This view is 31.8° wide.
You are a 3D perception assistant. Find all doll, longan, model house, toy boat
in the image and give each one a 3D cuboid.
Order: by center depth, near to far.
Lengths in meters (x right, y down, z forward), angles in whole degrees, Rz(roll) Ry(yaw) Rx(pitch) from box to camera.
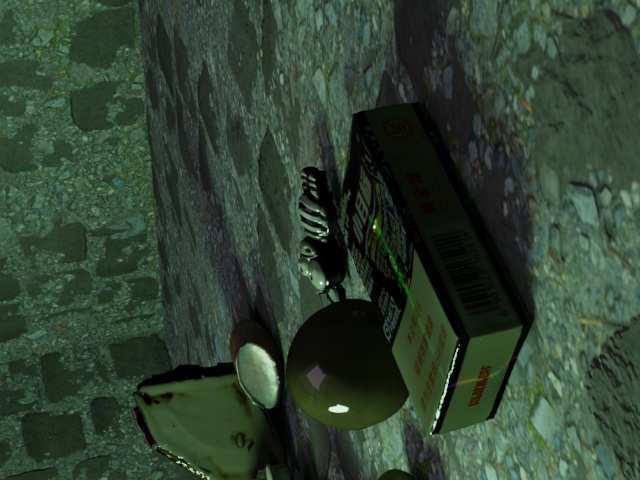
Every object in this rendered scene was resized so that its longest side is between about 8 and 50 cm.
[{"bbox_3d":[0.037,0.163,1.459,0.189,0.189,0.189,168,90,-76],"label":"longan"},{"bbox_3d":[0.000,0.000,1.664,0.091,0.067,0.219,28,131,58],"label":"doll"},{"bbox_3d":[-0.136,0.230,2.380,0.282,0.096,0.206,-113,-1,-68],"label":"toy boat"},{"bbox_3d":[-0.245,0.414,2.467,0.282,0.317,0.297,157,105,-79],"label":"model house"}]

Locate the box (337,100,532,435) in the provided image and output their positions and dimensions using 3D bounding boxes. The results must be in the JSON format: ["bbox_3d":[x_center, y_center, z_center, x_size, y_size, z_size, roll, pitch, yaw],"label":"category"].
[{"bbox_3d":[0.112,0.027,1.214,0.198,0.084,0.310,97,156,-52],"label":"box"}]

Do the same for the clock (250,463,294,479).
[{"bbox_3d":[-0.082,0.584,2.237,0.324,0.108,0.265,77,179,-46],"label":"clock"}]

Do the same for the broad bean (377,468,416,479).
[{"bbox_3d":[0.122,0.381,1.491,0.174,0.082,0.125,-115,17,-74],"label":"broad bean"}]
